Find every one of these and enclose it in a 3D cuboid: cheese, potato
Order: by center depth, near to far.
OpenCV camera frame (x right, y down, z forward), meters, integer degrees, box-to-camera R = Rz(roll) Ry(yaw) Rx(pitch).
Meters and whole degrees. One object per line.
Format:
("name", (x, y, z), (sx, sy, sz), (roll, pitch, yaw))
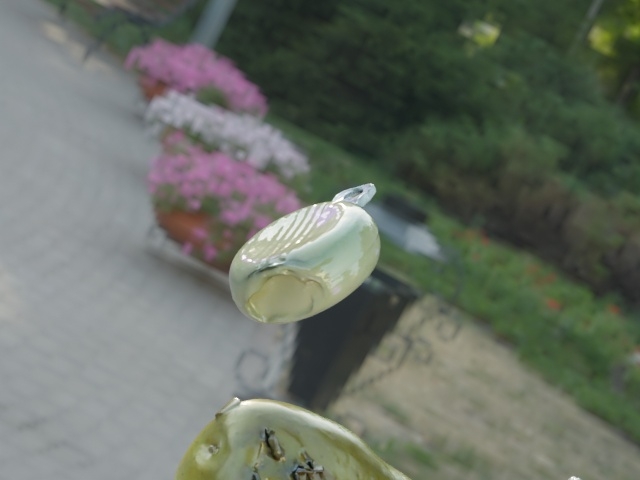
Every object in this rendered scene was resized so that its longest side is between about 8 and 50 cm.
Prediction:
("potato", (0.008, 0.246, 1.507), (0.140, 0.173, 0.300), (-4, -37, 46))
("cheese", (0.000, 0.000, 1.734), (0.137, 0.064, 0.227), (-13, 21, 26))

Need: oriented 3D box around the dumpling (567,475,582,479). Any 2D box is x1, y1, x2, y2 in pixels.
("dumpling", (0.153, 0.258, 1.358), (0.118, 0.199, 0.136), (24, 40, 23))
